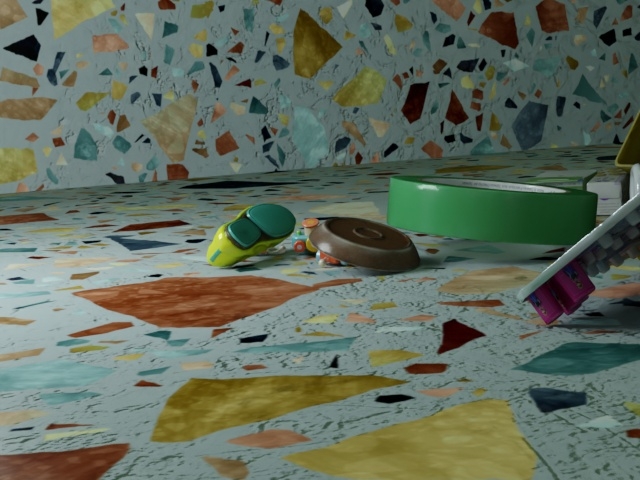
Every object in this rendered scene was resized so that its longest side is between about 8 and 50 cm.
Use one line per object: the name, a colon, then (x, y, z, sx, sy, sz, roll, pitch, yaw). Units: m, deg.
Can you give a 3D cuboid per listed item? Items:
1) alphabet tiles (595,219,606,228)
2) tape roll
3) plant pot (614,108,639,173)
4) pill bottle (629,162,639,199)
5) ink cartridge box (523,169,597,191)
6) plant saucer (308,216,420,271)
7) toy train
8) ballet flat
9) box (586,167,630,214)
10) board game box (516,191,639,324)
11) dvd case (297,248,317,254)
alphabet tiles: (0.453, -0.018, 1.914, 0.237, 0.009, 0.198, -2, 8, 12)
tape roll: (0.264, -0.050, 1.772, 0.321, 0.077, 0.321, 4, 7, 0)
plant pot: (0.741, -0.184, 2.219, 0.187, 0.212, 0.212, 34, -13, -30)
pill bottle: (0.637, -0.087, 1.994, 0.184, 0.103, 0.103, -2, 8, 10)
ink cartridge box: (0.485, -0.101, 2.299, 0.109, 0.062, 0.209, 0, 9, 24)
plant saucer: (0.068, 0.001, 1.676, 0.168, 0.029, 0.168, 12, 19, -4)
toy train: (0.000, 0.000, 1.772, 0.166, 0.046, 0.125, 9, 18, 41)
ballet flat: (-0.116, -0.005, 1.823, 0.077, 0.077, 0.231, -48, -8, 23)
box: (0.574, -0.100, 2.255, 0.067, 0.063, 0.324, -2, 8, 20)
board game box: (0.448, -0.061, 1.278, 0.390, 0.050, 0.390, -44, -18, 33)
dvd case: (0.007, 0.007, 1.894, 0.087, 0.013, 0.119, -3, 7, 2)
